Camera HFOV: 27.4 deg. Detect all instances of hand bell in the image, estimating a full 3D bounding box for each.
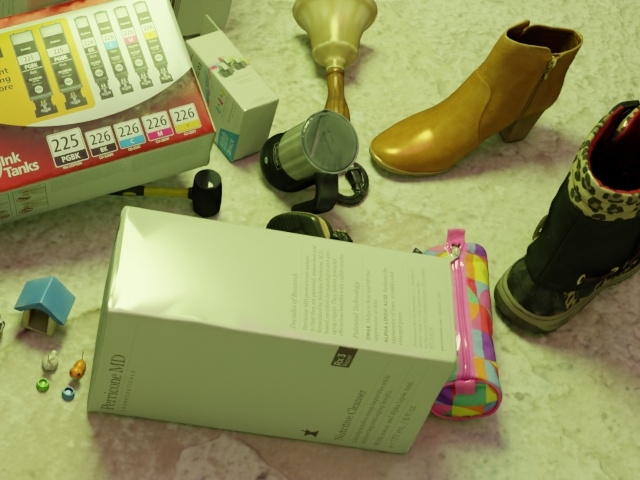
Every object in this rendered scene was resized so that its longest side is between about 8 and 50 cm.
[{"bbox_3d":[0.021,-0.230,1.877,0.126,0.126,0.242,6,64,-12],"label":"hand bell"}]

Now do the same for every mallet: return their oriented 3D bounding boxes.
[{"bbox_3d":[-0.218,-0.070,1.680,0.190,0.062,0.039,7,50,-11],"label":"mallet"}]

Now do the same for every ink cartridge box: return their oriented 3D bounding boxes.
[{"bbox_3d":[-0.321,-0.191,1.616,0.310,0.130,0.271,-18,77,-14],"label":"ink cartridge box"},{"bbox_3d":[-0.139,-0.210,1.789,0.062,0.104,0.181,-23,61,-31],"label":"ink cartridge box"}]

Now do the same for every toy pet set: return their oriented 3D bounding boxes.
[{"bbox_3d":[-0.321,0.104,1.507,0.122,0.065,0.114,19,49,-2],"label":"toy pet set"}]

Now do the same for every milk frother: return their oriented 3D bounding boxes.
[{"bbox_3d":[0.016,-0.104,1.731,0.143,0.135,0.129,-22,92,-27],"label":"milk frother"}]

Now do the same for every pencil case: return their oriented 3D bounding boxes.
[{"bbox_3d":[0.170,0.106,1.635,0.104,0.104,0.236,7,52,-12],"label":"pencil case"}]

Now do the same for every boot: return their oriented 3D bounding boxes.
[{"bbox_3d":[0.216,-0.207,1.825,0.295,0.211,0.104,-16,58,-27],"label":"boot"},{"bbox_3d":[0.000,0.000,1.608,0.137,0.198,0.076,-13,84,-30],"label":"boot"},{"bbox_3d":[0.396,-0.064,1.715,0.138,0.284,0.377,43,54,18],"label":"boot"}]

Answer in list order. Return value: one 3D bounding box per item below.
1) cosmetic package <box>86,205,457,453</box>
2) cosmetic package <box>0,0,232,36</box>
[{"bbox_3d":[-0.059,0.107,1.490,0.385,0.217,0.156,7,51,-10],"label":"cosmetic package"},{"bbox_3d":[-0.330,-0.510,1.828,0.329,0.327,0.393,-18,58,-28],"label":"cosmetic package"}]
